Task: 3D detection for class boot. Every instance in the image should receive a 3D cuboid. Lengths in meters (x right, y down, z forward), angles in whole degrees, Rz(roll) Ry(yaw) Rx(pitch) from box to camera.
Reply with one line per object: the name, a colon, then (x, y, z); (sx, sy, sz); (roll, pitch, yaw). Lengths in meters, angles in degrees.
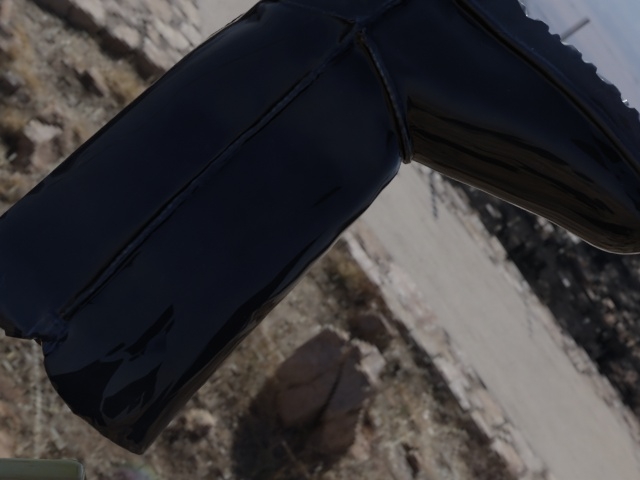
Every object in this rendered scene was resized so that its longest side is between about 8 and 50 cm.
boot: (-0.001, -0.001, 0.839); (0.367, 0.445, 0.146); (47, -6, 11)

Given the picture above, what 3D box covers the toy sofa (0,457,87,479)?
toy sofa: (-0.219, 0.316, 0.645); (0.177, 0.150, 0.362); (103, -12, -63)
